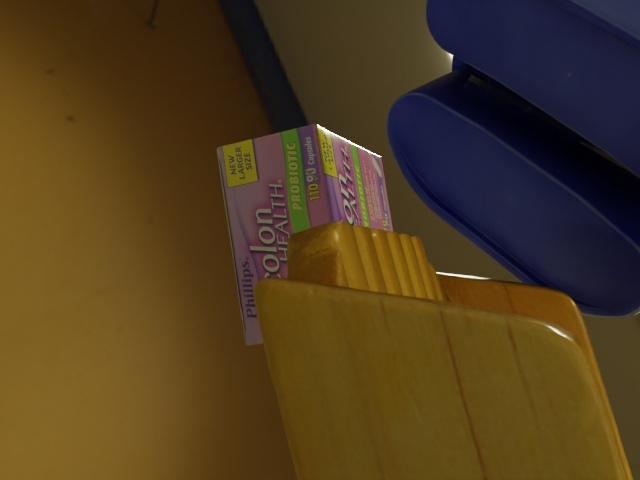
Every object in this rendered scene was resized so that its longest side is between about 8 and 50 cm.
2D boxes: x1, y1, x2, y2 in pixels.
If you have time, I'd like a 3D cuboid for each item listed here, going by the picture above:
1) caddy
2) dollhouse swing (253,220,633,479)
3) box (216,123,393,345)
[{"bbox_3d":[0.222,-0.099,0.699,0.341,0.179,0.241,42,-47,28],"label":"caddy"},{"bbox_3d":[0.193,0.111,0.431,0.304,0.347,0.315,-17,-97,17],"label":"dollhouse swing"},{"bbox_3d":[0.000,0.000,0.975,0.117,0.243,0.214,-11,-97,20],"label":"box"}]
